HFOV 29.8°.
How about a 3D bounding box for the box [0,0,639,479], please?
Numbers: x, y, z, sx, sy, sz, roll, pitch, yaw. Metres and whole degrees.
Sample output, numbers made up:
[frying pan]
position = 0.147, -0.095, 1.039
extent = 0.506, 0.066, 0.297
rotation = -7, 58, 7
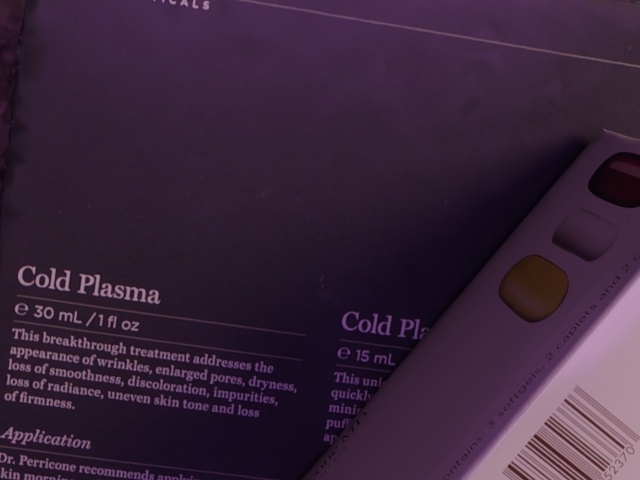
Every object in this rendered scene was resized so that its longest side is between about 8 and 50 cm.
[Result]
[box]
position = 0.000, 0.000, 0.675
extent = 0.343, 0.179, 0.312
rotation = 9, 100, -7

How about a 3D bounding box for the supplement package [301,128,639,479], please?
[supplement package]
position = 0.138, 0.116, 0.545
extent = 0.204, 0.145, 0.262
rotation = 39, 93, -12
